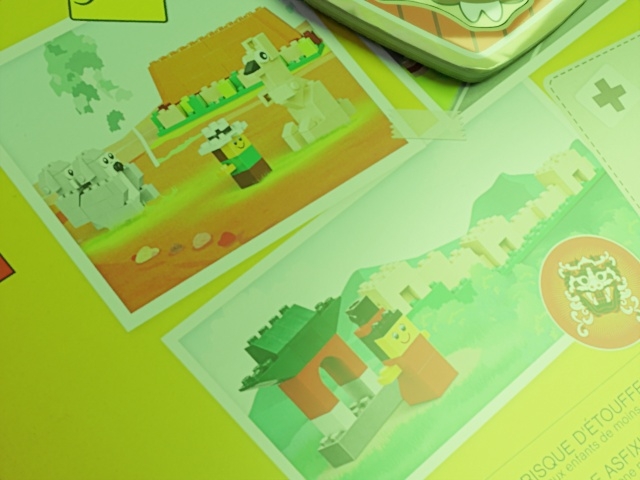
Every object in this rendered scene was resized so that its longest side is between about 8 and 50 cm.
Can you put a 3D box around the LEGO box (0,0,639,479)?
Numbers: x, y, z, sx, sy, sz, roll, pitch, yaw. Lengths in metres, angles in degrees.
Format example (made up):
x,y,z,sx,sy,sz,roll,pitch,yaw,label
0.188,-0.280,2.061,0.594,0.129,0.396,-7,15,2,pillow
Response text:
x,y,z,sx,sy,sz,roll,pitch,yaw,label
0.000,0.000,0.824,0.500,0.193,0.372,-34,77,-29,LEGO box

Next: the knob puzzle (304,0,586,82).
x,y,z,sx,sy,sz,roll,pitch,yaw,label
0.047,-0.156,0.788,0.213,0.030,0.213,7,62,-14,knob puzzle
